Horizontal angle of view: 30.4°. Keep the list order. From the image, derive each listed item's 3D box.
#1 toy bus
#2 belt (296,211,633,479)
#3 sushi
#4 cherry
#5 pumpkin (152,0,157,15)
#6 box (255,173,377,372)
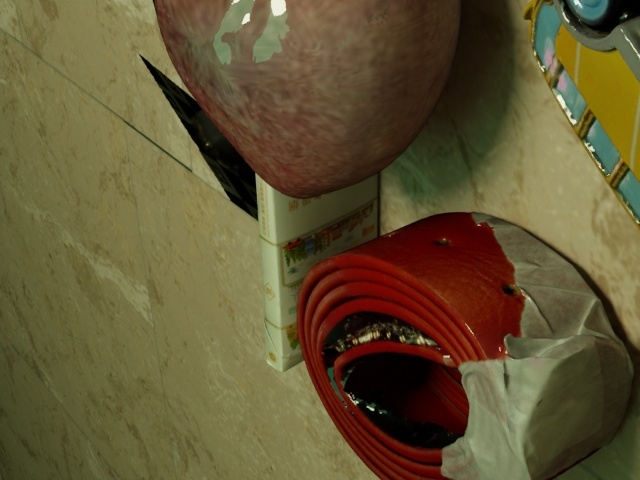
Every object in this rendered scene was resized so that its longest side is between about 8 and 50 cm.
[{"bbox_3d":[0.197,-0.087,0.624,0.209,0.126,0.136,60,160,14],"label":"toy bus"},{"bbox_3d":[0.106,0.098,0.927,0.324,0.115,0.227,4,115,62],"label":"belt"},{"bbox_3d":[-0.056,-0.081,1.083,0.192,0.050,0.215,56,-170,28],"label":"sushi"},{"bbox_3d":[-0.001,-0.155,0.857,0.239,0.206,0.239,33,165,10],"label":"cherry"},{"bbox_3d":[-0.086,-0.252,1.036,0.258,0.095,0.290,24,133,48],"label":"pumpkin"},{"bbox_3d":[0.001,0.000,1.032,0.032,0.122,0.220,31,135,40],"label":"box"}]
